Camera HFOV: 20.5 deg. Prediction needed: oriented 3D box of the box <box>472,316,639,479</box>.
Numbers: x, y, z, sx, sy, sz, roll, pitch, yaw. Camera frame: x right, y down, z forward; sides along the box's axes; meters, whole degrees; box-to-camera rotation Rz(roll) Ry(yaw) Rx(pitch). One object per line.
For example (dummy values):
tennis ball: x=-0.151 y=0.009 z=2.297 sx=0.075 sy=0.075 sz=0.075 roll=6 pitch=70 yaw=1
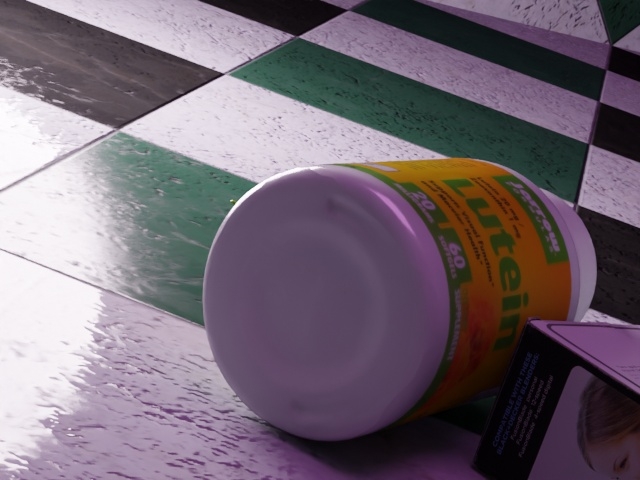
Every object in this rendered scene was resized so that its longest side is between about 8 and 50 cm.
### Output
box: x=0.235 y=0.140 z=0.867 sx=0.169 sy=0.087 sz=0.290 roll=4 pitch=21 yaw=-43

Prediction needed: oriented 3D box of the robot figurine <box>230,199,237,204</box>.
robot figurine: x=0.000 y=0.000 z=1.107 sx=0.115 sy=0.067 sz=0.101 roll=24 pitch=-2 yaw=19

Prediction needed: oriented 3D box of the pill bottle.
pill bottle: x=0.058 y=0.024 z=0.960 sx=0.136 sy=0.136 sz=0.245 roll=27 pitch=17 yaw=27
